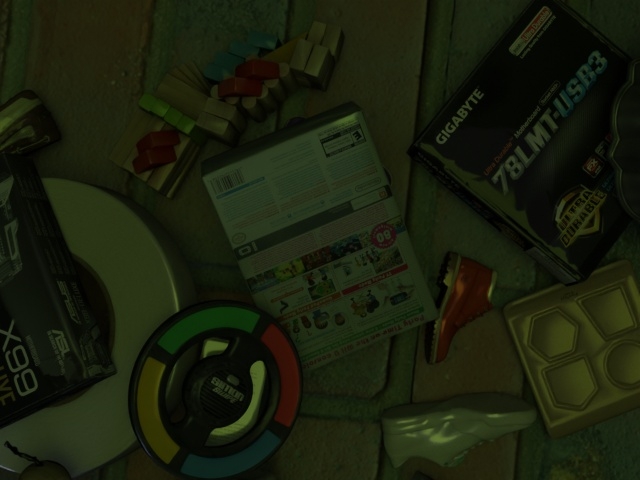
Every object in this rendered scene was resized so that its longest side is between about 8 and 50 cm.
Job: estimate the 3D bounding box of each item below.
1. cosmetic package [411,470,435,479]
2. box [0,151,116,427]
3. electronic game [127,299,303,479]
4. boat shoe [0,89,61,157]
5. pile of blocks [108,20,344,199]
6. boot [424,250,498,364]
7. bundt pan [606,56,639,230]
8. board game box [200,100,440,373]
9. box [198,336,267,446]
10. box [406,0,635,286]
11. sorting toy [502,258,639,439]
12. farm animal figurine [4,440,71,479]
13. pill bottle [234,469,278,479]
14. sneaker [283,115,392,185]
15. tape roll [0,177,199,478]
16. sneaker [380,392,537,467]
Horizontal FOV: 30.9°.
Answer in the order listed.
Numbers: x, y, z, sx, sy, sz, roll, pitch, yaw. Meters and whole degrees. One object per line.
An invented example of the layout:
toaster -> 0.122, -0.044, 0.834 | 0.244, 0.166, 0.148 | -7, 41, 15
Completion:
cosmetic package -> 0.164, 0.550, 1.570 | 0.284, 0.097, 0.377 | 31, 88, -3
box -> -0.424, 0.079, 1.459 | 0.242, 0.076, 0.307 | -25, 80, 14
electronic game -> -0.126, 0.187, 1.431 | 0.229, 0.048, 0.229 | -2, 96, -26
boat shoe -> -0.463, -0.090, 1.557 | 0.257, 0.095, 0.095 | -39, 97, -2
pile of blocks -> -0.135, -0.202, 1.542 | 0.362, 0.112, 0.149 | -35, 80, 1
boot -> 0.194, 0.102, 1.596 | 0.084, 0.059, 0.158 | 18, 88, -7
bundt pan -> 0.546, -0.133, 1.519 | 0.331, 0.124, 0.331 | -2, 95, -23
board game box -> 0.000, 0.000, 1.529 | 0.224, 0.097, 0.303 | -22, 106, -2
box -> -0.127, 0.213, 1.545 | 0.091, 0.130, 0.170 | 12, 89, -4
box -> 0.321, -0.140, 1.577 | 0.293, 0.073, 0.295 | 41, 80, -2
sorting toy -> 0.373, 0.151, 1.613 | 0.193, 0.038, 0.208 | -21, 95, -2
farm animal figurine -> -0.372, 0.424, 1.491 | 0.330, 0.172, 0.327 | -30, 91, 41
pill bottle -> -0.113, 0.455, 1.530 | 0.162, 0.162, 0.278 | -10, 90, -2
sneaker -> 0.021, -0.110, 1.583 | 0.170, 0.071, 0.068 | 31, 89, -2
tape roll -> -0.347, 0.113, 1.513 | 0.392, 0.072, 0.392 | -1, 86, 16
sneaker -> 0.193, 0.268, 1.592 | 0.212, 0.080, 0.094 | -7, 101, 5
